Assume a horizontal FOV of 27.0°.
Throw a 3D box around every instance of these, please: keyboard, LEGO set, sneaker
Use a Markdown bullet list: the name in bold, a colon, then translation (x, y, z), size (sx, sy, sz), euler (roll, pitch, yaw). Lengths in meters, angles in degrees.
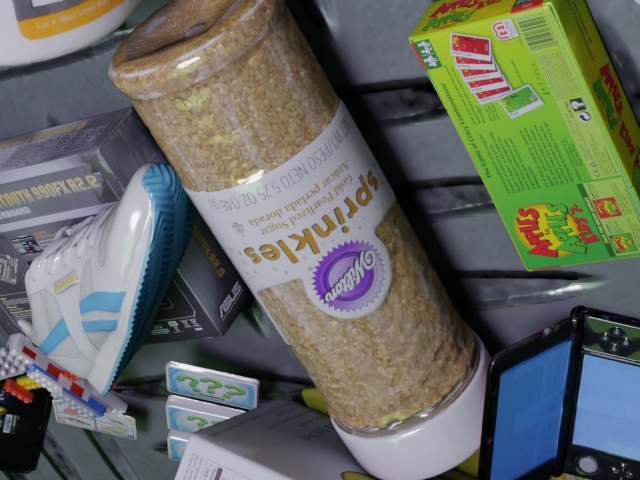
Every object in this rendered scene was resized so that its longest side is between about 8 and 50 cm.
- **keyboard**: translation (-0.312, 0.161, 1.287), size (0.100, 0.038, 0.192), euler (11, 138, -13)
- **LEGO set**: translation (-0.177, 0.148, 1.121), size (0.244, 0.060, 0.182), euler (13, 148, 3)
- **sneaker**: translation (-0.154, 0.023, 0.932), size (0.092, 0.087, 0.228), euler (32, 136, 1)

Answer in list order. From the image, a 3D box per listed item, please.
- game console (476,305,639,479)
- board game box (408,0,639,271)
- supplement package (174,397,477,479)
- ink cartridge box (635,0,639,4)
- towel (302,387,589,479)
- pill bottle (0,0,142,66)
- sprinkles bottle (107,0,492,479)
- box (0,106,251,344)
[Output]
- **game console**: translation (0.180, 0.128, 0.912), size (0.124, 0.085, 0.144), euler (13, 124, 18)
- **board game box**: translation (0.136, -0.067, 0.798), size (0.092, 0.043, 0.181), euler (-9, 125, 36)
- **supplement package**: translation (0.025, 0.264, 0.978), size (0.263, 0.199, 0.198), euler (21, 98, 16)
- **ink cartridge box**: translation (0.197, -0.194, 0.581), size (0.128, 0.127, 0.176), euler (38, 138, -9)
- **towel**: translation (0.103, 0.156, 1.051), size (0.237, 0.021, 0.102), euler (-1, 124, 31)
- **pill bottle**: translation (-0.189, -0.247, 0.722), size (0.162, 0.162, 0.278), euler (13, 134, 18)
- **sprinkles bottle**: translation (0.000, 0.000, 0.882), size (0.121, 0.121, 0.355), euler (-10, 124, 36)
- **box**: translation (-0.194, 0.003, 1.041), size (0.231, 0.056, 0.183), euler (-10, 124, 35)
